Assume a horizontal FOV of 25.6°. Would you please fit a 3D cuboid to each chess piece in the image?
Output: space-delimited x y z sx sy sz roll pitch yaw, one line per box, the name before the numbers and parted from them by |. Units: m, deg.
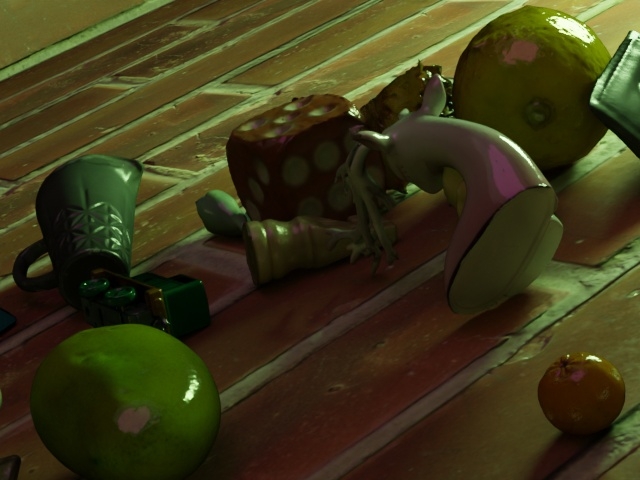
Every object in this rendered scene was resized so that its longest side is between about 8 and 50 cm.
chess piece | 0.000 0.000 1.907 0.200 0.090 0.090 -11 20 -10

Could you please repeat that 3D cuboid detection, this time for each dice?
dice | -0.017 -0.101 2.021 0.175 0.174 0.179 -27 24 -24

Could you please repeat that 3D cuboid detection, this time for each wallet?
wallet | 0.442 -0.178 1.850 0.052 0.168 0.245 -46 3 39

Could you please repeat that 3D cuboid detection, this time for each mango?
mango | -0.201 0.182 1.521 0.185 0.149 0.273 -24 26 -32

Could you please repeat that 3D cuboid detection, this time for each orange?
orange | 0.248 0.144 1.335 0.083 0.070 0.083 -21 20 8

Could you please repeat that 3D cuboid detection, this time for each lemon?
lemon | 0.294 -0.207 1.945 0.234 0.233 0.288 -17 19 6

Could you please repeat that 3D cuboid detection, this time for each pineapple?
pineapple | 0.155 -0.151 2.056 0.164 0.139 0.250 -6 -21 -35

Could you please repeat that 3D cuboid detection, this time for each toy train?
toy train | -0.235 0.089 1.864 0.136 0.091 0.228 -18 17 -29

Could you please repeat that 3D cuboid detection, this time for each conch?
conch | -0.141 -0.036 2.137 0.180 0.088 0.065 27 93 52

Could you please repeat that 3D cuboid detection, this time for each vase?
vase | -0.357 0.005 2.115 0.251 0.156 0.301 -34 27 4

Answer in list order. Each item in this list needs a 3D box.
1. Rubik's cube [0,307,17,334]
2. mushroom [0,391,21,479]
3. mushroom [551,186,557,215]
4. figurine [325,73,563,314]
Rubik's cube | -0.541 0.128 2.070 0.178 0.211 0.190 -4 -10 -22
mushroom | -0.414 0.236 1.497 0.184 0.254 0.255 17 25 -1
mushroom | 0.260 -0.047 1.795 0.084 0.067 0.083 -24 25 12
figurine | 0.134 -0.044 1.707 0.206 0.284 0.315 -22 49 -14
